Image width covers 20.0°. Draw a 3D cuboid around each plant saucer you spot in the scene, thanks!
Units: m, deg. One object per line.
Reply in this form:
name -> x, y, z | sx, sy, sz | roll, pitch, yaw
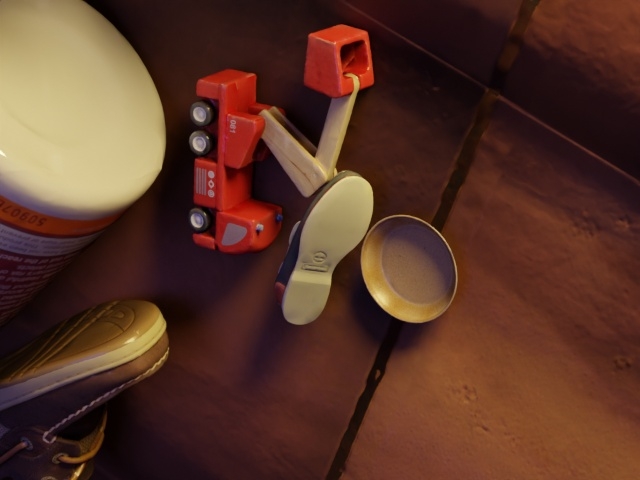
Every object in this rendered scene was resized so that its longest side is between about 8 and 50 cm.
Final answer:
plant saucer -> 0.069, 0.020, 1.347 | 0.083, 0.015, 0.083 | 11, 111, 31

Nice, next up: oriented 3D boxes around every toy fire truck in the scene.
toy fire truck -> -0.032, -0.072, 1.367 | 0.135, 0.047, 0.192 | 15, 114, 29

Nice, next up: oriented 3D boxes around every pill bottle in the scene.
pill bottle -> -0.322, -0.022, 1.475 | 0.392, 0.224, 0.224 | -40, 81, 36

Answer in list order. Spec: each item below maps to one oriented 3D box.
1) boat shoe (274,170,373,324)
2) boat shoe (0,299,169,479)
boat shoe -> 0.000, 0.000, 1.372 | 0.043, 0.049, 0.137 | -105, 31, -53
boat shoe -> -0.231, 0.154, 1.547 | 0.342, 0.123, 0.123 | -27, 102, 37
